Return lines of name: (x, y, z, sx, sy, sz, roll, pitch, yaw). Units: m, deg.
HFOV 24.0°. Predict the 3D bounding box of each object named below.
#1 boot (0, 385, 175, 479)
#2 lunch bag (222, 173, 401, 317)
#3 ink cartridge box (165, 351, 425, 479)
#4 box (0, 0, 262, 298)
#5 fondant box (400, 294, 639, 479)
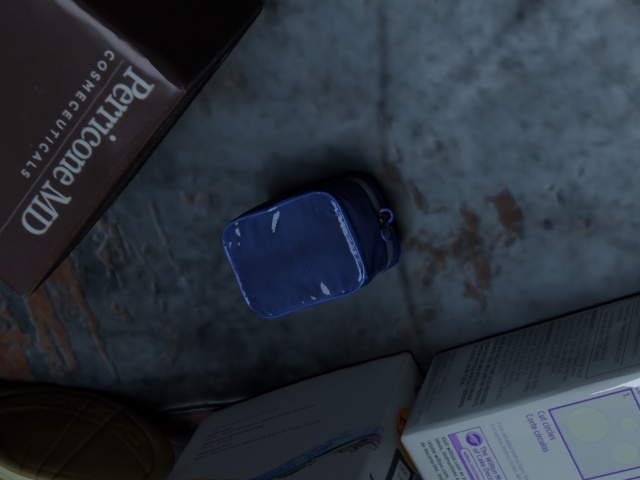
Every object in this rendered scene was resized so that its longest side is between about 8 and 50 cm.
boot: (-0.214, 0.210, 1.087, 0.261, 0.095, 0.204, 5, 120, 18)
lunch bag: (0.000, 0.000, 0.909, 0.098, 0.065, 0.067, -17, 97, 28)
ink cartridge box: (-0.003, 0.214, 0.933, 0.168, 0.233, 0.171, -19, 111, 25)
box: (-0.246, -0.167, 0.855, 0.381, 0.143, 0.191, 37, 124, -6)
fondant box: (0.248, 0.145, 0.888, 0.330, 0.096, 0.238, -18, 111, 28)
